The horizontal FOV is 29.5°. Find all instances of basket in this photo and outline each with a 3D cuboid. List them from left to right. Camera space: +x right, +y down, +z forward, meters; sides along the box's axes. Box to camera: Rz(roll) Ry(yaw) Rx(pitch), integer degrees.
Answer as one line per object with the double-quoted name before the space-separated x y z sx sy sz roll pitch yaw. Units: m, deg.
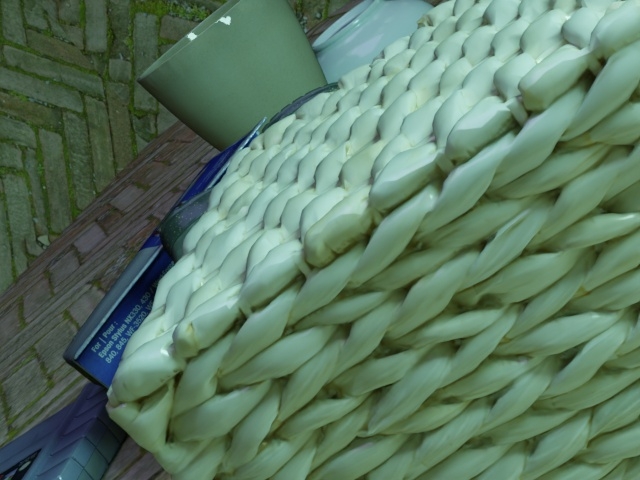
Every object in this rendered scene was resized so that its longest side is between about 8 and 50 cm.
"basket" 0.122 0.020 0.592 0.328 0.266 0.331 -35 13 18

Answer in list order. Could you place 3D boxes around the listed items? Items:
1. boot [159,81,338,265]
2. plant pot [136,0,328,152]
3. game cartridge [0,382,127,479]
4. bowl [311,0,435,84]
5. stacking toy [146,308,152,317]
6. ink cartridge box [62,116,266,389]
"boot" -0.025 -0.017 1.091 0.246 0.083 0.161 -42 44 6
"plant pot" -0.090 -0.217 1.831 0.256 0.274 0.256 -37 14 11
"game cartridge" -0.371 0.294 1.412 0.355 0.068 0.230 -33 11 24
"bowl" 0.079 -0.303 1.965 0.298 0.134 0.298 -36 15 11
"stacking toy" 0.006 0.079 1.127 0.309 0.130 0.279 -44 41 -7
"ink cartridge box" -0.158 0.023 1.306 0.303 0.072 0.307 -53 11 -12
